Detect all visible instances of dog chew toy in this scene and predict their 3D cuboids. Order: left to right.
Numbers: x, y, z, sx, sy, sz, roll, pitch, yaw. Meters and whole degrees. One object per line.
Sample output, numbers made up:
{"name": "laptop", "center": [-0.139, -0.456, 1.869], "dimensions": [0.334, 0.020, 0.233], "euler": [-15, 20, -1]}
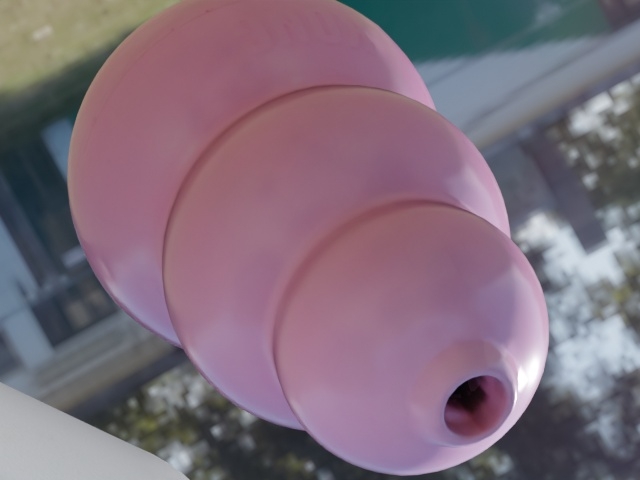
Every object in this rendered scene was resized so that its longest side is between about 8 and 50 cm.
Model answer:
{"name": "dog chew toy", "center": [0.000, 0.000, 0.966], "dimensions": [0.207, 0.206, 0.332], "euler": [-29, -145, -10]}

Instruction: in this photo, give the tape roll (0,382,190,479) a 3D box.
{"name": "tape roll", "center": [-0.163, 0.162, 0.680], "dimensions": [0.246, 0.246, 0.169], "euler": [-28, 144, 23]}
